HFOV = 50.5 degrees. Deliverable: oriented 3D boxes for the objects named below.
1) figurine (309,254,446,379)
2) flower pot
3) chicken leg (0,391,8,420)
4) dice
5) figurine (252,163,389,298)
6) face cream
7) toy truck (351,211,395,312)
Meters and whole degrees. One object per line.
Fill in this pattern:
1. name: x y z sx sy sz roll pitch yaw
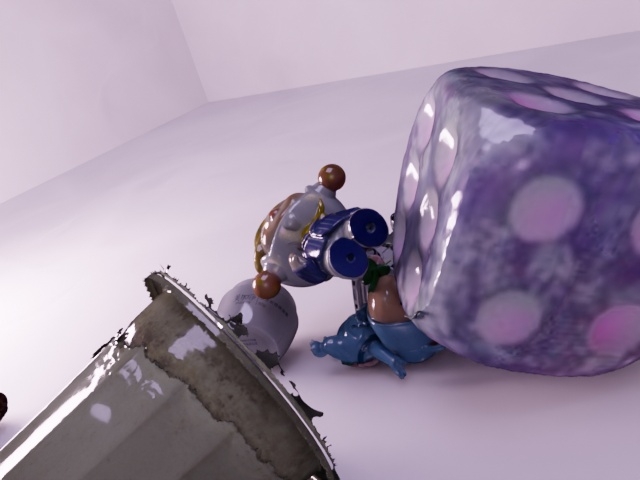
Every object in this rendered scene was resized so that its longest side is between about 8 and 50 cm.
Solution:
1. figurine: 0.069 0.097 0.858 0.178 0.144 0.114 -21 7 21
2. flower pot: -0.160 0.202 0.635 0.259 0.290 0.290 -38 28 -20
3. chicken leg: -0.590 0.286 0.924 0.323 0.082 0.177 -14 20 -36
4. dice: 0.237 -0.030 0.749 0.272 0.270 0.270 7 26 -7
5. figurine: 0.006 -0.009 0.880 0.274 0.133 0.193 -26 37 54
6. face cream: -0.091 0.119 0.949 0.117 0.117 0.104 -10 30 19
7. toy truck: 0.150 0.023 1.007 0.124 0.114 0.253 13 36 33
